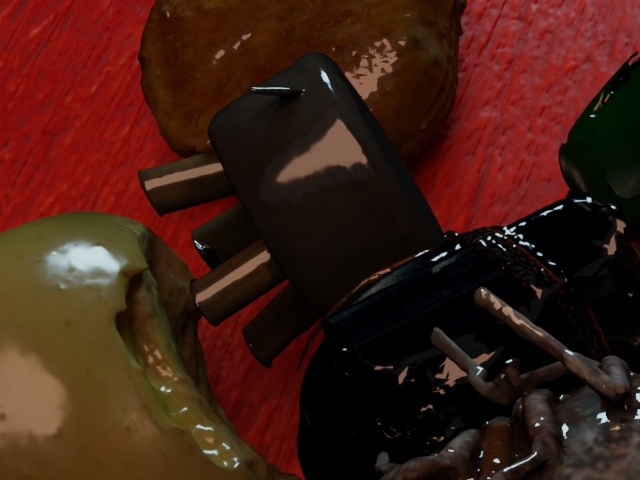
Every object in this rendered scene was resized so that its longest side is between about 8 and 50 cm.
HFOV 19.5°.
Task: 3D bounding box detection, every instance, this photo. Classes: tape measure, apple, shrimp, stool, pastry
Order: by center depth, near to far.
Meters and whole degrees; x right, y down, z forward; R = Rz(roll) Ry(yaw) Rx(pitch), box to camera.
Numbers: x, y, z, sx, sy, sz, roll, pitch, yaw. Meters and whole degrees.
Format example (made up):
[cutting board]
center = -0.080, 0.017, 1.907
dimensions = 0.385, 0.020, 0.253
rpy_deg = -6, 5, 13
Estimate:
[shrimp]
center = 0.133, 0.109, 0.851
dimensions = 0.411, 0.166, 0.221
rpy_deg = -29, 102, -8
[tape measure]
center = 0.090, 0.095, 1.018
dimensions = 0.202, 0.223, 0.135
rpy_deg = -28, 51, -16
[apple]
center = -0.145, 0.123, 1.025
dimensions = 0.279, 0.279, 0.279
rpy_deg = -6, 59, 9
[stool]
center = 0.002, 0.004, 1.084
dimensions = 0.139, 0.228, 0.153
rpy_deg = -32, 18, 7
[pastry]
center = -0.006, -0.125, 1.242
dimensions = 0.229, 0.100, 0.218
rpy_deg = -36, 56, -3

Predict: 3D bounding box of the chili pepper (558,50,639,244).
[chili pepper]
center = 0.278, -0.042, 1.058
dimensions = 0.257, 0.233, 0.248
rpy_deg = -30, 54, 2
